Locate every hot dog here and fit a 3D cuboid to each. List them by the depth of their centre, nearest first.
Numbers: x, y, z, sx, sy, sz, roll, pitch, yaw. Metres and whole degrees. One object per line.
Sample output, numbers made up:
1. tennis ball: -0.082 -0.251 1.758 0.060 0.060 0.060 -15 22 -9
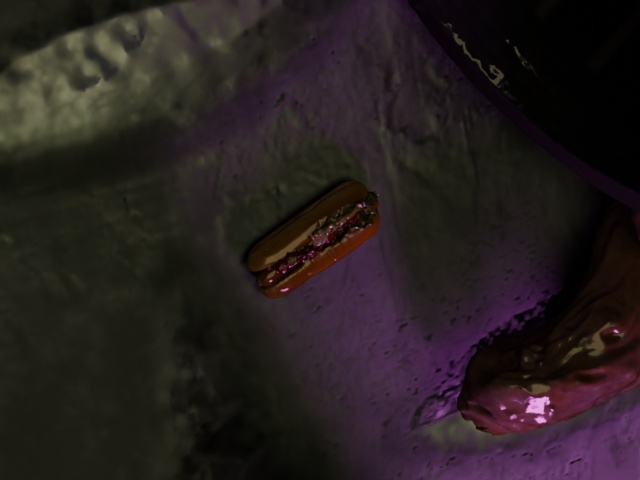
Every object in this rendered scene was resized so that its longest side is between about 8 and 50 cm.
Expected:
1. hot dog: 0.000 0.000 0.994 0.083 0.021 0.037 -37 118 -14

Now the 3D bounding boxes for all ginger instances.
1. ginger: 0.191 0.005 1.056 0.084 0.122 0.290 42 83 2

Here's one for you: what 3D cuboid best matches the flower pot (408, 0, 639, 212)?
1. flower pot: 0.227 -0.208 0.914 0.330 0.293 0.293 -47 119 -15
